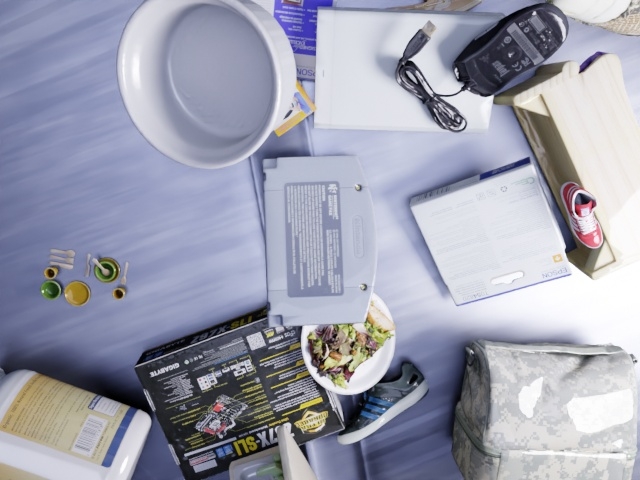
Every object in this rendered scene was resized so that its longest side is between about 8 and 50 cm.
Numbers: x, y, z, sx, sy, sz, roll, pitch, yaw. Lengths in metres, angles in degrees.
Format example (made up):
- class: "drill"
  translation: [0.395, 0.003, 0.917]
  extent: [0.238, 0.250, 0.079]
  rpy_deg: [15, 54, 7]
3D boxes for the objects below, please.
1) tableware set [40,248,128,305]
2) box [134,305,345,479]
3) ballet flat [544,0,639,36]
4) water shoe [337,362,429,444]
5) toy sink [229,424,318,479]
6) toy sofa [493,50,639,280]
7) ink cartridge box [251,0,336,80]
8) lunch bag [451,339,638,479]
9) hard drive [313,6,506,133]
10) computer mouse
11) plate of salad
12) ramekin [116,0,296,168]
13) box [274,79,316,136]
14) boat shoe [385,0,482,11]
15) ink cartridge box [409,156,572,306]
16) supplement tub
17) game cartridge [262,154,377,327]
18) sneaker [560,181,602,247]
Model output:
- class: "tableware set"
  translation: [-0.434, 0.076, 1.224]
  extent: [0.154, 0.024, 0.104]
  rpy_deg: [11, 100, -4]
- class: "box"
  translation: [-0.147, 0.280, 1.244]
  extent: [0.322, 0.079, 0.257]
  rpy_deg: [-21, 103, 2]
- class: "ballet flat"
  translation: [0.373, -0.479, 1.064]
  extent: [0.483, 0.164, 0.182]
  rpy_deg: [46, 58, -7]
- class: "water shoe"
  translation: [0.107, 0.308, 1.269]
  extent: [0.203, 0.073, 0.080]
  rpy_deg: [-34, 81, -1]
- class: "toy sink"
  translation: [-0.080, 0.468, 1.193]
  extent: [0.131, 0.153, 0.234]
  rpy_deg: [-19, 133, 2]
- class: "toy sofa"
  translation: [0.458, -0.132, 1.144]
  extent: [0.177, 0.150, 0.363]
  rpy_deg: [-27, 100, 7]
- class: "ink cartridge box"
  translation: [-0.079, -0.385, 1.126]
  extent: [0.206, 0.045, 0.208]
  rpy_deg: [7, 119, -2]
- class: "lunch bag"
  translation: [0.403, 0.307, 1.194]
  extent: [0.305, 0.212, 0.256]
  rpy_deg: [3, 101, -3]
- class: "hard drive"
  translation: [0.145, -0.287, 1.136]
  extent: [0.307, 0.040, 0.203]
  rpy_deg: [2, 120, -1]
- class: "computer mouse"
  translation: [0.246, -0.310, 1.068]
  extent: [0.184, 0.060, 0.262]
  rpy_deg: [34, 126, -23]
- class: "plate of salad"
  translation: [0.058, 0.179, 1.209]
  extent: [0.199, 0.048, 0.200]
  rpy_deg: [3, 85, -28]
- class: "ramekin"
  translation: [-0.172, -0.265, 1.076]
  extent: [0.277, 0.135, 0.277]
  rpy_deg: [6, 112, 16]
- class: "box"
  translation: [-0.078, -0.257, 1.140]
  extent: [0.081, 0.028, 0.136]
  rpy_deg: [-32, 100, 26]
- class: "boat shoe"
  translation: [0.191, -0.400, 1.133]
  extent: [0.170, 0.063, 0.059]
  rpy_deg: [-19, 106, 3]
- class: "ink cartridge box"
  translation: [0.302, -0.010, 1.177]
  extent: [0.223, 0.045, 0.224]
  rpy_deg: [-18, 111, 22]
- class: "supplement tub"
  translation: [-0.486, 0.364, 1.173]
  extent: [0.316, 0.228, 0.228]
  rpy_deg: [22, 99, -5]
- class: "game cartridge"
  translation: [0.000, 0.000, 1.170]
  extent: [0.198, 0.062, 0.297]
  rpy_deg: [-1, 83, -5]
- class: "sneaker"
  translation: [0.421, -0.035, 1.056]
  extent: [0.042, 0.067, 0.118]
  rpy_deg: [-28, 100, 9]
